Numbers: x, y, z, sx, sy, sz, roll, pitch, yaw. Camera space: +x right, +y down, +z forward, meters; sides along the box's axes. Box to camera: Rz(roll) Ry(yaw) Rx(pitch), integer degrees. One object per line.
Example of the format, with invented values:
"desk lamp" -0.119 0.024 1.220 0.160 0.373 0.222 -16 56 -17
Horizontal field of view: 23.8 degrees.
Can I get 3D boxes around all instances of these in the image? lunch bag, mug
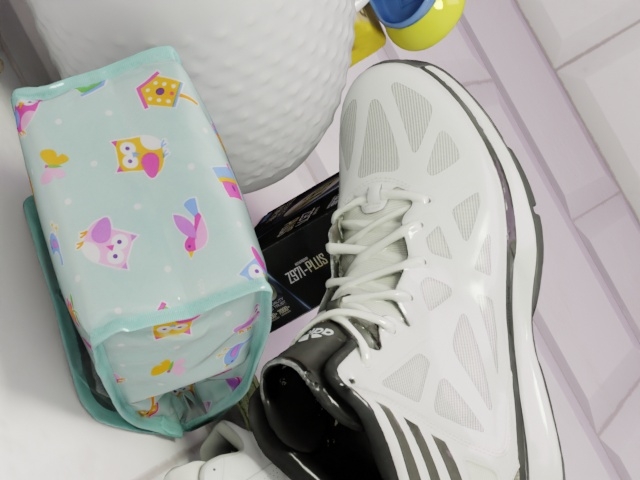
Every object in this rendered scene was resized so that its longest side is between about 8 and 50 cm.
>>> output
"lunch bag" -0.134 0.016 1.170 0.262 0.160 0.223 95 -25 -66
"mug" -0.066 -0.227 1.326 0.276 0.374 0.328 43 -20 31

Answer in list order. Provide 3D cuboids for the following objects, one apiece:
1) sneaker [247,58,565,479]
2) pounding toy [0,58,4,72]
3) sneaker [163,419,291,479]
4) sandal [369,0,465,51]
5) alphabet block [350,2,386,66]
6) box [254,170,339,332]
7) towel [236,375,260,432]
"sneaker" 0.057 0.041 1.237 0.257 0.169 0.448 9 64 -51
"pounding toy" -0.326 -0.270 1.229 0.183 0.110 0.237 35 60 -66
"sneaker" -0.079 0.227 1.156 0.115 0.090 0.232 37 27 -14
"sandal" 0.053 -0.356 1.594 0.138 0.126 0.317 21 42 -51
"alphabet block" -0.075 -0.267 1.611 0.193 0.192 0.197 17 46 -57
"box" 0.000 0.000 1.495 0.077 0.147 0.180 56 23 -10
"towel" -0.069 0.120 1.312 0.110 0.027 0.148 97 -33 -82
